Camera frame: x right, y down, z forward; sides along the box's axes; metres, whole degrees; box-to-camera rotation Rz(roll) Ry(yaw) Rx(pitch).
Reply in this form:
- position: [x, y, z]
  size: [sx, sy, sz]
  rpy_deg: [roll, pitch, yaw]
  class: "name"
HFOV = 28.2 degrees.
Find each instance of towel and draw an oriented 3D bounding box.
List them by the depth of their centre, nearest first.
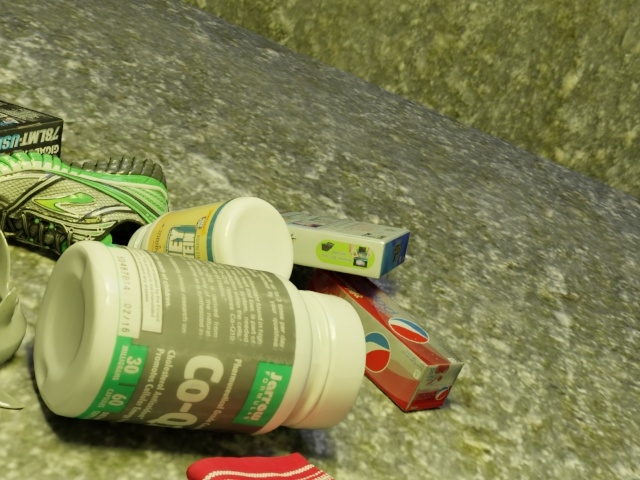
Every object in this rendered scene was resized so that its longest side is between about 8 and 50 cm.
- position: [0.006, 0.298, 1.395]
  size: [0.275, 0.031, 0.199]
  rpy_deg: [21, 8, 40]
  class: "towel"

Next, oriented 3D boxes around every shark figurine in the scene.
- position: [-0.379, 0.087, 1.486]
  size: [0.166, 0.116, 0.278]
  rpy_deg: [26, 23, -1]
  class: "shark figurine"

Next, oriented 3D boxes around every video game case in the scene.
- position: [0.000, 0.000, 2.007]
  size: [0.244, 0.061, 0.269]
  rpy_deg: [11, 6, 11]
  class: "video game case"

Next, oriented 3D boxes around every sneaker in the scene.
- position: [-0.361, -0.036, 1.764]
  size: [0.343, 0.134, 0.146]
  rpy_deg: [-2, 63, -29]
  class: "sneaker"

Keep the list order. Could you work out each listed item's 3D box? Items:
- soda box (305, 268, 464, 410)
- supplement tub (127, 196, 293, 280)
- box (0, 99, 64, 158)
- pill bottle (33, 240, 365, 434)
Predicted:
- position: [0.085, 0.142, 1.900]
  size: [0.092, 0.083, 0.263]
  rpy_deg: [1, 30, -45]
  class: "soda box"
- position: [-0.152, 0.024, 1.728]
  size: [0.199, 0.144, 0.144]
  rpy_deg: [-10, -4, 38]
  class: "supplement tub"
- position: [-0.574, -0.164, 1.827]
  size: [0.295, 0.073, 0.293]
  rpy_deg: [17, 19, 23]
  class: "box"
- position: [-0.139, 0.125, 1.526]
  size: [0.361, 0.204, 0.204]
  rpy_deg: [11, 25, -31]
  class: "pill bottle"
